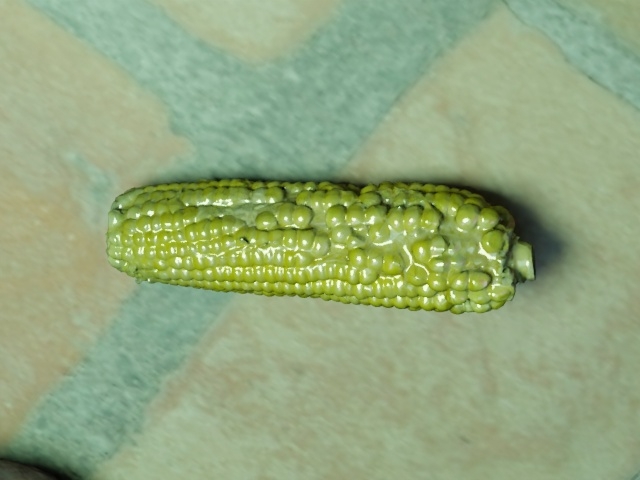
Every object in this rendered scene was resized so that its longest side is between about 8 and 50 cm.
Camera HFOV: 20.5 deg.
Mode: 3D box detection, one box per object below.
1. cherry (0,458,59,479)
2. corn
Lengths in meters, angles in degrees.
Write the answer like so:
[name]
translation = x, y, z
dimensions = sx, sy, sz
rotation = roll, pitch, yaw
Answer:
[cherry]
translation = -0.288, 0.252, 1.298
dimensions = 0.266, 0.213, 0.183
rotation = -13, 71, -7
[corn]
translation = 0.000, 0.000, 1.177
dimensions = 0.288, 0.086, 0.086
rotation = 4, 118, 11
